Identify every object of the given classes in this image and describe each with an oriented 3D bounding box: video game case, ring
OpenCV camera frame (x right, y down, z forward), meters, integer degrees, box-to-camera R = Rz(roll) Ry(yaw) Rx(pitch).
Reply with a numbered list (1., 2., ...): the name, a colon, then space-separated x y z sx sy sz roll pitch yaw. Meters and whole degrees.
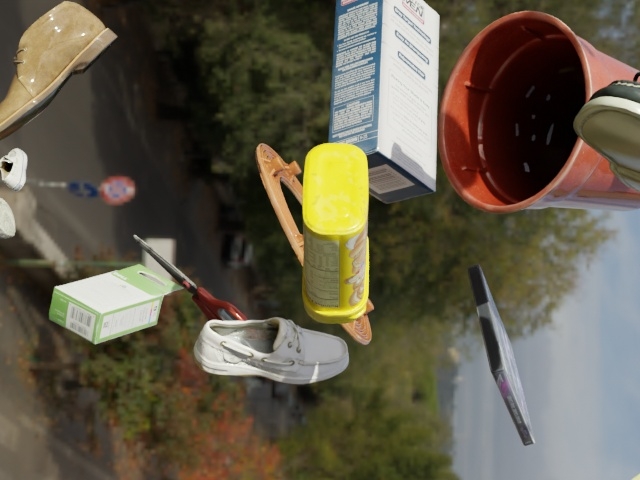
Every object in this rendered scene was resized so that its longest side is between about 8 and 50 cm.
1. video game case: 0.296 0.191 1.841 0.274 0.026 0.196 61 17 -51
2. ring: 0.000 0.000 1.677 0.336 0.032 0.336 58 9 -15

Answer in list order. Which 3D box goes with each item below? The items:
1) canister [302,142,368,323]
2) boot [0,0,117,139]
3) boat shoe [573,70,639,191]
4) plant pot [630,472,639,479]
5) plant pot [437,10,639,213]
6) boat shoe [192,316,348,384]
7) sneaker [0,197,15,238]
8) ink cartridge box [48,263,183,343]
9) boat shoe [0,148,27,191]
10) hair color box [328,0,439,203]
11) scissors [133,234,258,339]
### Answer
1. canister: 0.016 -0.007 1.206 0.170 0.073 0.126 89 3 -55
2. boot: -0.500 -0.289 1.963 0.305 0.115 0.112 -48 -168 -15
3. boat shoe: 0.370 -0.130 1.232 0.340 0.127 0.113 27 87 -58
4. plant pot: 0.405 0.393 1.108 0.276 0.276 0.253 -83 169 -49
5. plant pot: 0.353 -0.154 1.576 0.272 0.265 0.272 -14 -108 51
6. boat shoe: -0.073 0.178 1.921 0.098 0.277 0.096 -109 -151 -44
7. sneaker: -0.506 -0.030 1.631 0.152 0.085 0.058 38 41 -77
8. ink cartridge box: -0.342 0.105 1.909 0.209 0.109 0.062 -18 127 -56
9. boat shoe: -0.466 -0.113 1.700 0.035 0.035 0.100 40 21 -35
10. hair color box: 0.107 -0.255 1.863 0.174 0.105 0.347 31 55 -47
11. scissors: -0.225 0.087 2.062 0.021 0.297 0.109 -40 -177 -40
